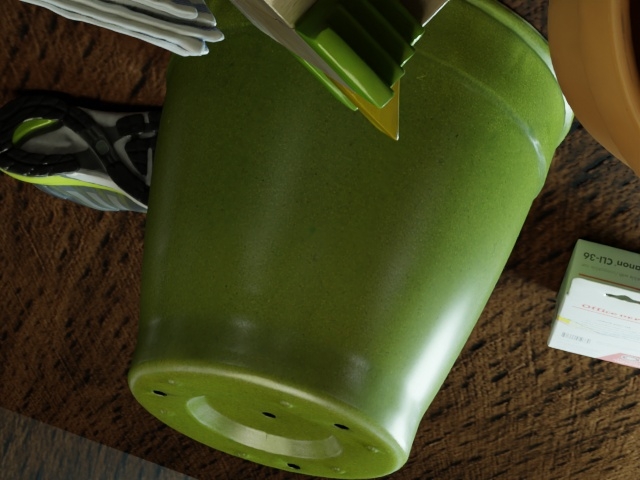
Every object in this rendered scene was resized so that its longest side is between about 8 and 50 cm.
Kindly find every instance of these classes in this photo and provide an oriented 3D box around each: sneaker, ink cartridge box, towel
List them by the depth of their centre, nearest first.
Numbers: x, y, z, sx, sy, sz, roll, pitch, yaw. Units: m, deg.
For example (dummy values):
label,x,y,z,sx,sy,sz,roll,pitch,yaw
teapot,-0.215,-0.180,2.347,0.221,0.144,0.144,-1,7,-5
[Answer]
label,x,y,z,sx,sy,sz,roll,pitch,yaw
towel,-0.194,-0.209,1.027,0.209,0.034,0.285,15,-157,-29
ink cartridge box,0.307,0.062,1.627,0.115,0.067,0.198,14,158,6
sneaker,-0.193,-0.076,1.638,0.300,0.111,0.121,16,168,17

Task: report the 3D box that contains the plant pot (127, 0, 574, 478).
label,x,y,z,sx,sy,sz,roll,pitch,yaw
plant pot,0.000,0.000,1.334,0.366,0.353,0.366,14,156,6

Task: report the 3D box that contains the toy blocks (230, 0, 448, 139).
label,x,y,z,sx,sy,sz,roll,pitch,yaw
toy blocks,0.046,-0.231,0.907,0.191,0.261,0.381,44,-179,-19

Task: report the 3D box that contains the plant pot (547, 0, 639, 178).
label,x,y,z,sx,sy,sz,roll,pitch,yaw
plant pot,0.271,-0.137,0.963,0.291,0.291,0.203,23,178,-15
